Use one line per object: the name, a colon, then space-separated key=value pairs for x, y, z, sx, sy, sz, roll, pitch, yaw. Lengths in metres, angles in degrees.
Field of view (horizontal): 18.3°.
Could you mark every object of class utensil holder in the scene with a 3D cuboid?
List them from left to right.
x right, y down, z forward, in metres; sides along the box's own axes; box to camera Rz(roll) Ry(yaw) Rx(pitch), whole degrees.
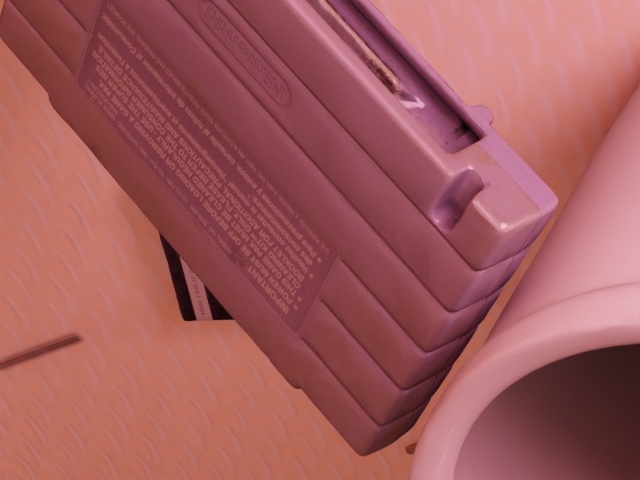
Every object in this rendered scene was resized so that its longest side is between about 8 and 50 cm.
utensil holder: x=0.266 y=0.064 z=1.087 sx=0.327 sy=0.385 sz=0.328 roll=14 pitch=129 yaw=18

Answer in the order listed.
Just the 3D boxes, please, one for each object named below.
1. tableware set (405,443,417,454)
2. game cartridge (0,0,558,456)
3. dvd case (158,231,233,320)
tableware set: x=0.163 y=0.176 z=1.593 sx=0.141 sy=0.020 sz=0.168 roll=-30 pitch=132 yaw=35
game cartridge: x=-0.039 y=-0.073 z=1.093 sx=0.068 sy=0.355 sz=0.230 roll=-30 pitch=159 yaw=-32
dvd case: x=0.000 y=0.000 z=1.386 sx=0.221 sy=0.018 sz=0.164 roll=-3 pitch=142 yaw=6
